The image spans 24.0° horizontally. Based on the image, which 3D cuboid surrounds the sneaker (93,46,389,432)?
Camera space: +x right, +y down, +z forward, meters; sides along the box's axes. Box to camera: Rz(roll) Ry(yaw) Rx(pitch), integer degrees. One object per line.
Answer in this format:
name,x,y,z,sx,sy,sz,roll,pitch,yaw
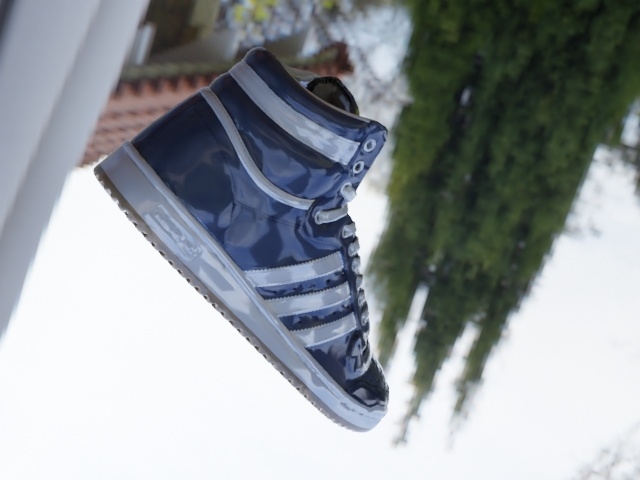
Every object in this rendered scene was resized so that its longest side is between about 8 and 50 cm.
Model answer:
sneaker,0.000,0.000,0.960,0.282,0.153,0.099,48,179,-36
